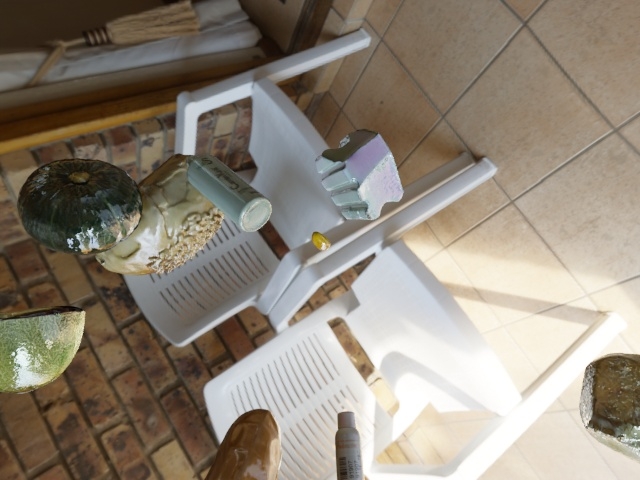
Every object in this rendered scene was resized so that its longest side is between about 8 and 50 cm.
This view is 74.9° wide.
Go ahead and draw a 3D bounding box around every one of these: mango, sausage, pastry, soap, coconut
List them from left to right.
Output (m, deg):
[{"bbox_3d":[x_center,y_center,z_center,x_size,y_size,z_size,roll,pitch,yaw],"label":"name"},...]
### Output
[{"bbox_3d":[-0.433,-0.060,1.178,0.245,0.409,0.409,50,152,-18],"label":"pastry"},{"bbox_3d":[-0.138,0.418,0.736,0.120,0.241,0.136,0,123,15],"label":"sausage"},{"bbox_3d":[0.000,0.000,1.522,0.060,0.046,0.089,-8,130,36],"label":"mango"},{"bbox_3d":[0.119,-0.207,1.374,0.261,0.156,0.446,56,176,-7],"label":"soap"},{"bbox_3d":[0.555,0.291,0.726,0.194,0.194,0.194,34,138,37],"label":"coconut"}]

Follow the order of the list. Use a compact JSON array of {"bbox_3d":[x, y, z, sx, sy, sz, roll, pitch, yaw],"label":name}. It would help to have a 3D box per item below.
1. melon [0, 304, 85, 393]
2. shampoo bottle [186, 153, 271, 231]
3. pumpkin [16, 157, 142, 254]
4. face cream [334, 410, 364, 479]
[{"bbox_3d":[-0.405,0.147,0.553,0.079,0.160,0.128,-172,76,-80],"label":"melon"},{"bbox_3d":[-0.219,-0.121,0.927,0.262,0.085,0.085,38,141,30],"label":"shampoo bottle"},{"bbox_3d":[-0.453,-0.066,0.799,0.211,0.211,0.152,47,131,23],"label":"pumpkin"},{"bbox_3d":[0.083,0.635,1.204,0.082,0.082,0.269,119,153,-53],"label":"face cream"}]
